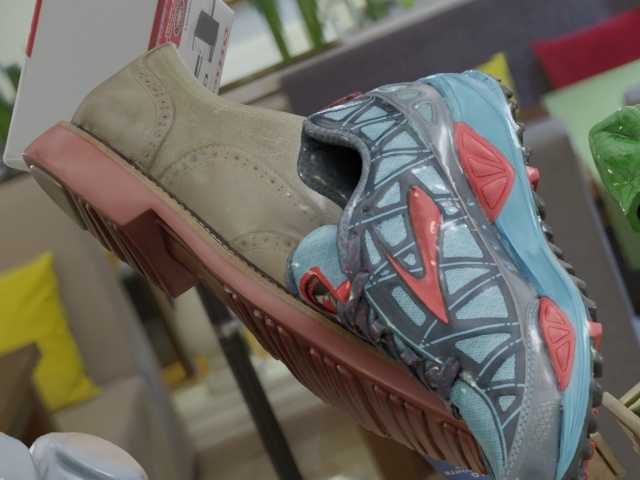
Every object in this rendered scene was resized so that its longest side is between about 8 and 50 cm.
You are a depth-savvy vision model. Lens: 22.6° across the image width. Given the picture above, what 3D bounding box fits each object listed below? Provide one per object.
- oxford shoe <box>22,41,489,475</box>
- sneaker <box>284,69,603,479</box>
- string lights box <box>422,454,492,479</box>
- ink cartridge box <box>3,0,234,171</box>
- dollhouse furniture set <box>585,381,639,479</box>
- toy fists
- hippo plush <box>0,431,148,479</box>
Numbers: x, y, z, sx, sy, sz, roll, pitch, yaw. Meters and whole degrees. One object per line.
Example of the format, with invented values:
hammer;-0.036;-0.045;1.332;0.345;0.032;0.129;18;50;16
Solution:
oxford shoe;0.000;0.000;0.858;0.130;0.348;0.123;-51;-21;-14
sneaker;0.047;0.032;0.745;0.125;0.104;0.261;-5;47;-9
string lights box;0.133;0.147;1.547;0.077;0.259;0.133;-16;50;26
ink cartridge box;-0.170;-0.141;1.422;0.114;0.197;0.273;12;0;6
dollhouse furniture set;0.260;0.165;1.062;0.182;0.161;0.101;-40;24;-3
toy fists;0.387;-0.066;1.513;0.279;0.096;0.142;6;33;-16
hippo plush;-0.161;0.284;0.991;0.234;0.236;0.294;16;22;-31
